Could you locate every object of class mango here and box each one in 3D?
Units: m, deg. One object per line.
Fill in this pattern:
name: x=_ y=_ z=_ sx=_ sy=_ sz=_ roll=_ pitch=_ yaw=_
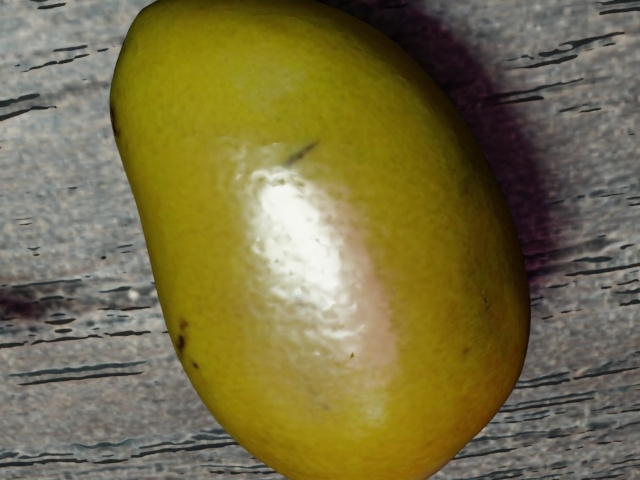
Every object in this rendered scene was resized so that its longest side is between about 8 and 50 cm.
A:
mango: x=0.000 y=0.000 z=0.638 sx=0.211 sy=0.173 sz=0.317 roll=-19 pitch=111 yaw=21
